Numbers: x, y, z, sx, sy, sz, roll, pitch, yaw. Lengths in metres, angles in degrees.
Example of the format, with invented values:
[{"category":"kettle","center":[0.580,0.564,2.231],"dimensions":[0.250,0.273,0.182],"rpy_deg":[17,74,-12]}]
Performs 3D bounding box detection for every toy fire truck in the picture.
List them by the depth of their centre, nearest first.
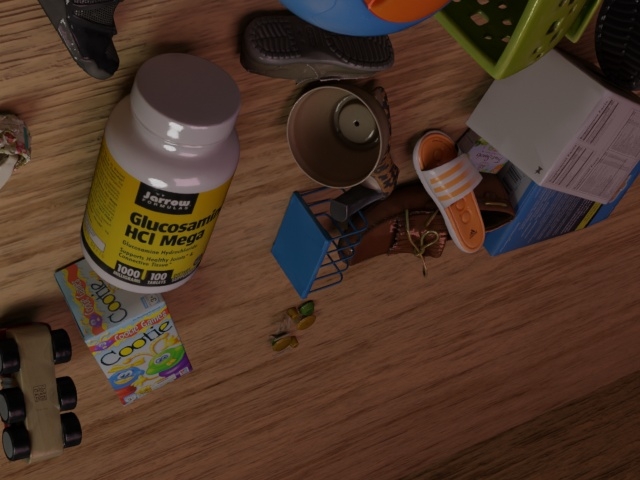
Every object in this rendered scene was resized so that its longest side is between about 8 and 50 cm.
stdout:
[{"category":"toy fire truck","center":[-0.496,0.243,1.824],"dimensions":[0.158,0.217,0.246],"rpy_deg":[-10,-173,-35]}]

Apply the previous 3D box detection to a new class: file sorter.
[{"category":"file sorter","center":[0.000,0.000,1.950],"dimensions":[0.104,0.118,0.170],"rpy_deg":[-17,149,-31]}]

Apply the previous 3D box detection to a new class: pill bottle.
[{"category":"pill bottle","center":[-0.221,-0.092,1.511],"dimensions":[0.188,0.188,0.334],"rpy_deg":[-12,146,-32]}]

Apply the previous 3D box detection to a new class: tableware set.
[{"category":"tableware set","center":[-0.059,0.186,2.290],"dimensions":[0.104,0.024,0.154],"rpy_deg":[-23,150,-23]}]

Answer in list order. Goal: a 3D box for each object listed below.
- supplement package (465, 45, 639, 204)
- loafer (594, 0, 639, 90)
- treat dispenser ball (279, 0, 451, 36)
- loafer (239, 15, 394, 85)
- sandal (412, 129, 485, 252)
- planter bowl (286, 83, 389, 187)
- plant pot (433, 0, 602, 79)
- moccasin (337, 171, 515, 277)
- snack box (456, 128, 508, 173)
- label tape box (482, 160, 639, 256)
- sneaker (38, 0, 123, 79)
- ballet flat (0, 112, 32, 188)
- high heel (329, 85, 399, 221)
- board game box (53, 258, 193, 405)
[{"category":"supplement package","center":[0.443,-0.213,1.922],"dimensions":[0.262,0.199,0.198],"rpy_deg":[9,121,-50]},{"category":"loafer","center":[0.555,-0.414,1.745],"dimensions":[0.130,0.134,0.366],"rpy_deg":[-21,134,-33]},{"category":"treat dispenser ball","center":[0.051,-0.378,1.217],"dimensions":[0.288,0.288,0.288],"rpy_deg":[-24,151,-14]},{"category":"loafer","center":[-0.009,-0.276,1.552],"dimensions":[0.251,0.094,0.087],"rpy_deg":[-1,165,-30]},{"category":"sandal","center":[0.262,-0.089,1.977],"dimensions":[0.102,0.076,0.265],"rpy_deg":[-43,119,-24]},{"category":"planter bowl","center":[0.042,-0.175,1.695],"dimensions":[0.162,0.162,0.109],"rpy_deg":[-51,173,32]},{"category":"plant pot","center":[0.290,-0.393,1.503],"dimensions":[0.207,0.227,0.228],"rpy_deg":[-20,150,-32]},{"category":"moccasin","center":[0.207,-0.023,2.081],"dimensions":[0.380,0.147,0.139],"rpy_deg":[-14,147,-29]},{"category":"snack box","center":[0.320,-0.179,2.059],"dimensions":[0.141,0.037,0.100],"rpy_deg":[3,137,-47]},{"category":"label tape box","center":[0.508,-0.118,2.266],"dimensions":[0.347,0.115,0.249],"rpy_deg":[-17,149,-30]},{"category":"sneaker","center":[-0.258,-0.284,1.276],"dimensions":[0.130,0.087,0.227],"rpy_deg":[-23,146,-2]},{"category":"ballet flat","center":[-0.472,-0.072,1.417],"dimensions":[0.241,0.077,0.091],"rpy_deg":[-40,151,17]},{"category":"high heel","center":[0.101,-0.171,1.850],"dimensions":[0.186,0.093,0.261],"rpy_deg":[-35,149,-47]},{"category":"board game box","center":[-0.327,0.142,1.826],"dimensions":[0.142,0.144,0.275],"rpy_deg":[-26,152,-11]}]
